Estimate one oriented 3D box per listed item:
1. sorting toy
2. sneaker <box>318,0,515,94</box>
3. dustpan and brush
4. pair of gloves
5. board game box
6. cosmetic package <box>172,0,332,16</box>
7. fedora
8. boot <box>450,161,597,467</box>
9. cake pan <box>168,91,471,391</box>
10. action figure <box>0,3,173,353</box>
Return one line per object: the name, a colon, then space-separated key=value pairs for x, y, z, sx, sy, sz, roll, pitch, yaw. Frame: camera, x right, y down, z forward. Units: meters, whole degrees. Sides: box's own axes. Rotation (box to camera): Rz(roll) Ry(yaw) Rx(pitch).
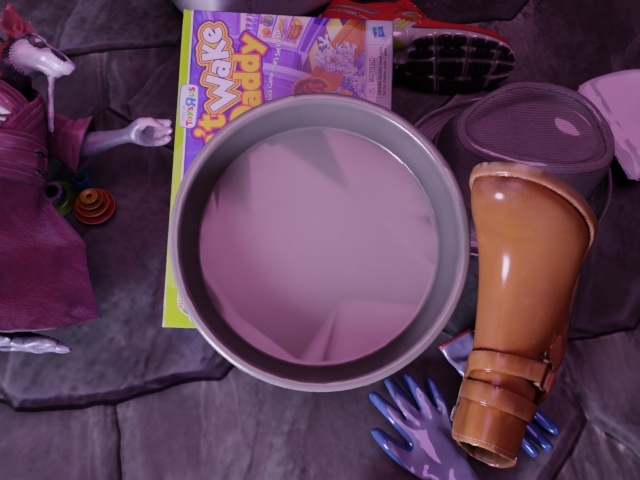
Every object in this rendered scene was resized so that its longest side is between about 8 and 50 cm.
sorting toy: x=-0.298 y=-0.057 z=0.763 sx=0.102 sy=0.042 sz=0.061 roll=12 pitch=64 yaw=3
sneaker: x=0.131 y=-0.285 z=0.866 sx=0.279 sy=0.107 sz=0.118 roll=10 pitch=59 yaw=1
dustpan and brush: x=0.456 y=-0.180 z=0.830 sx=0.211 sy=0.060 sz=0.147 roll=-28 pitch=82 yaw=3
pair of gloves: x=0.157 y=0.188 z=0.684 sx=0.198 sy=0.023 sz=0.159 roll=-29 pitch=68 yaw=-20
board game box: x=-0.042 y=-0.072 z=0.708 sx=0.233 sy=0.078 sz=0.347 roll=2 pitch=83 yaw=-2
cosmetic package: x=-0.069 y=-0.530 z=0.829 sx=0.394 sy=0.329 sz=0.327 roll=-31 pitch=62 yaw=-17
fedora: x=0.239 y=-0.107 z=0.774 sx=0.275 sy=0.124 sz=0.243 roll=3 pitch=64 yaw=-2
boot: x=0.167 y=0.080 z=0.585 sx=0.109 sy=0.283 sz=0.220 roll=17 pitch=67 yaw=28
cake pan: x=0.000 y=0.000 z=0.634 sx=0.293 sy=0.054 sz=0.293 roll=0 pitch=83 yaw=-3
action figure: x=-0.340 y=-0.065 z=0.678 sx=0.276 sy=0.248 sz=0.370 roll=-9 pitch=75 yaw=27
